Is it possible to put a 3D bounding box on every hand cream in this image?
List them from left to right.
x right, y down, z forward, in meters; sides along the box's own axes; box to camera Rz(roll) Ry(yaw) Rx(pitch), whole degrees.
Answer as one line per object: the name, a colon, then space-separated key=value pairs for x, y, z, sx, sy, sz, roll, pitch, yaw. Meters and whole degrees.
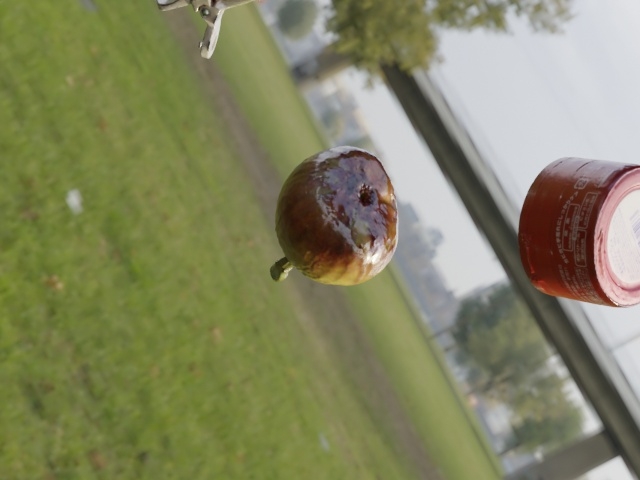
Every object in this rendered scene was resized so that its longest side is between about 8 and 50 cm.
hand cream: x=0.359 y=-0.011 z=1.856 sx=0.125 sy=0.193 sz=0.193 roll=13 pitch=-38 yaw=46

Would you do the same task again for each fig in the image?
fig: x=0.017 y=-0.003 z=1.675 sx=0.231 sy=0.143 sz=0.160 roll=97 pitch=-7 yaw=-57

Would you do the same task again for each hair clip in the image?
hair clip: x=-0.042 y=-0.239 z=1.299 sx=0.072 sy=0.226 sz=0.034 roll=57 pitch=24 yaw=-17
